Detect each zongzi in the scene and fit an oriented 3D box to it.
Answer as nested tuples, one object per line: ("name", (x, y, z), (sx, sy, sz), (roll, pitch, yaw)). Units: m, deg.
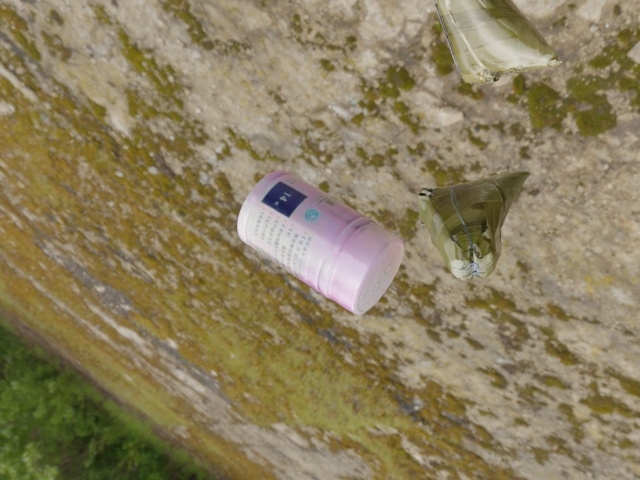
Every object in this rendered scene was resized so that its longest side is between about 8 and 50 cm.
("zongzi", (0.259, -0.329, 0.875), (0.194, 0.099, 0.197), (62, 165, -21))
("zongzi", (0.375, -0.041, 1.292), (0.125, 0.275, 0.250), (76, 178, -46))

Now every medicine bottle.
("medicine bottle", (0.000, 0.000, 1.014), (0.254, 0.152, 0.152), (31, 150, 23))
